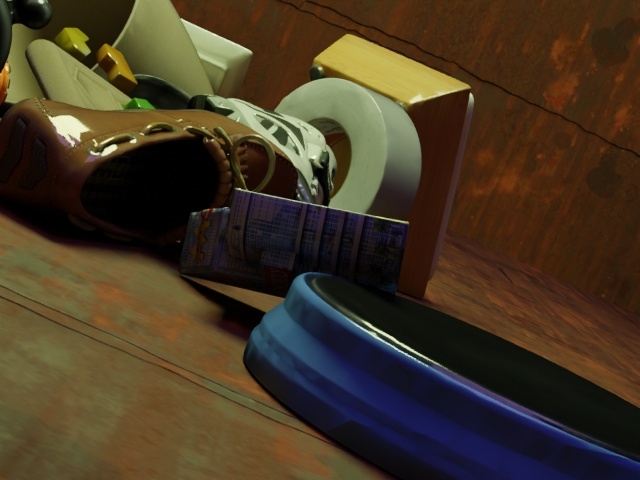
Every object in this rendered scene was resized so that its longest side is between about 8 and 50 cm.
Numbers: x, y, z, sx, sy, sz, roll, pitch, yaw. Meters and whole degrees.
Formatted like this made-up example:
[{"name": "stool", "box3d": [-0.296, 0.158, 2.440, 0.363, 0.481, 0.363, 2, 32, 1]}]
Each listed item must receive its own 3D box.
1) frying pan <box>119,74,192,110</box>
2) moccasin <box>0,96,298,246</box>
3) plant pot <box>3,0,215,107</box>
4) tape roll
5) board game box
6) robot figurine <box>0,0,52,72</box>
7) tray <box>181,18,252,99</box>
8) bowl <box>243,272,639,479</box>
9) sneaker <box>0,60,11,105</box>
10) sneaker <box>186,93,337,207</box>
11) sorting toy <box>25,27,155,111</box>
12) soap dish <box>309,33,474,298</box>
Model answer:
[{"name": "frying pan", "box3d": [-0.192, -0.080, 1.902, 0.197, 0.053, 0.326, 44, 31, -10]}, {"name": "moccasin", "box3d": [-0.132, -0.057, 1.529, 0.147, 0.139, 0.380, 28, 7, 29]}, {"name": "plant pot", "box3d": [-0.260, -0.215, 2.151, 0.256, 0.256, 0.274, 29, -10, 42]}, {"name": "tape roll", "box3d": [0.015, -0.084, 2.008, 0.219, 0.219, 0.072, 29, 6, 41]}, {"name": "board game box", "box3d": [-0.027, 0.011, 1.413, 0.194, 0.060, 0.194, 10, -11, 3]}, {"name": "robot figurine", "box3d": [-0.418, -0.229, 1.784, 0.209, 0.174, 0.278, 27, 5, -15]}, {"name": "tray", "box3d": [-0.199, -0.196, 2.326, 0.145, 0.270, 0.030, 25, 48, -2]}, {"name": "bowl", "box3d": [0.134, 0.131, 1.228, 0.391, 0.077, 0.391, 24, 6, -3]}, {"name": "sneaker", "box3d": [-0.475, -0.232, 2.048, 0.221, 0.083, 0.087, 25, 12, 40]}, {"name": "sneaker", "box3d": [-0.032, -0.071, 1.829, 0.146, 0.122, 0.330, 1, 31, -26]}, {"name": "sorting toy", "box3d": [-0.216, -0.143, 1.796, 0.229, 0.041, 0.307, 29, 23, -48]}, {"name": "soap dish", "box3d": [0.066, -0.096, 2.141, 0.118, 0.291, 0.229, -9, 28, -42]}]
